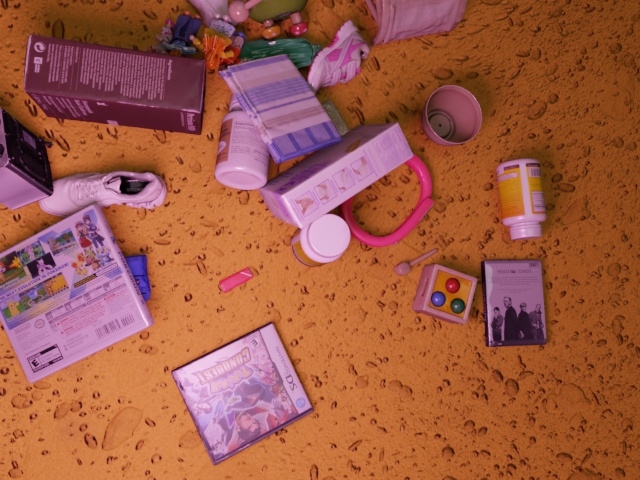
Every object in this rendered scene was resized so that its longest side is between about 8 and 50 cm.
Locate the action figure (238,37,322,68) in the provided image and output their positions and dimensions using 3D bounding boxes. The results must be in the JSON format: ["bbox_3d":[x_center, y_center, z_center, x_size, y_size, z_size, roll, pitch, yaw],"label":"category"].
[{"bbox_3d":[-0.105,-0.486,1.472,0.232,0.063,0.137,-16,85,-10],"label":"action figure"}]

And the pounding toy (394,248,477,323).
[{"bbox_3d":[0.304,0.105,1.472,0.205,0.094,0.181,19,80,-10],"label":"pounding toy"}]

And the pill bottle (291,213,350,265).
[{"bbox_3d":[0.000,0.000,1.361,0.119,0.208,0.119,1,83,-12],"label":"pill bottle"}]

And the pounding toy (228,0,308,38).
[{"bbox_3d":[-0.110,-0.573,1.413,0.182,0.237,0.110,-12,104,23],"label":"pounding toy"}]

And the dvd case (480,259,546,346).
[{"bbox_3d":[0.542,0.174,1.549,0.179,0.029,0.239,0,83,-12],"label":"dvd case"}]

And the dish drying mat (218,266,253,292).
[{"bbox_3d":[-0.215,0.100,1.406,0.083,0.008,0.032,-28,91,-14],"label":"dish drying mat"}]

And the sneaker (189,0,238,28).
[{"bbox_3d":[-0.292,-0.648,1.455,0.094,0.080,0.212,-32,98,-25],"label":"sneaker"}]

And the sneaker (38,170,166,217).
[{"bbox_3d":[-0.520,-0.121,1.313,0.291,0.118,0.110,-9,87,-12],"label":"sneaker"}]

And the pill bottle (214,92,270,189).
[{"bbox_3d":[-0.188,-0.255,1.387,0.131,0.131,0.230,8,72,-11],"label":"pill bottle"}]

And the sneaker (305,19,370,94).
[{"bbox_3d":[0.048,-0.470,1.483,0.111,0.103,0.252,38,78,-4],"label":"sneaker"}]

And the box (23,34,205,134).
[{"bbox_3d":[-0.469,-0.359,1.315,0.380,0.191,0.143,3,84,-11],"label":"box"}]

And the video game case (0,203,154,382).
[{"bbox_3d":[-0.580,0.123,1.252,0.328,0.036,0.300,-26,89,9],"label":"video game case"}]

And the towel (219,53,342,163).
[{"bbox_3d":[-0.095,-0.330,1.362,0.209,0.034,0.285,-26,78,-32],"label":"towel"}]

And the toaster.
[{"bbox_3d":[-0.691,-0.178,1.240,0.110,0.186,0.168,-22,67,3],"label":"toaster"}]

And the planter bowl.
[{"bbox_3d":[0.345,-0.331,1.526,0.161,0.109,0.162,2,83,-13],"label":"planter bowl"}]

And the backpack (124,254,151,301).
[{"bbox_3d":[-0.453,0.098,1.304,0.097,0.101,0.120,-6,88,-24],"label":"backpack"}]

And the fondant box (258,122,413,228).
[{"bbox_3d":[0.030,-0.167,1.361,0.330,0.238,0.096,-35,109,-12],"label":"fondant box"}]

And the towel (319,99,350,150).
[{"bbox_3d":[0.022,-0.299,1.495,0.110,0.027,0.148,-31,90,-15],"label":"towel"}]

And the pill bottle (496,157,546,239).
[{"bbox_3d":[0.563,-0.113,1.542,0.117,0.117,0.215,-3,84,-12],"label":"pill bottle"}]

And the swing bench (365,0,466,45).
[{"bbox_3d":[0.248,-0.700,1.522,0.253,0.165,0.255,-16,87,-14],"label":"swing bench"}]

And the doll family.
[{"bbox_3d":[-0.312,-0.488,1.365,0.262,0.118,0.163,10,66,3],"label":"doll family"}]

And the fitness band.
[{"bbox_3d":[0.182,-0.115,1.498,0.209,0.054,0.291,43,76,-2],"label":"fitness band"}]

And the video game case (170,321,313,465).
[{"bbox_3d":[-0.189,0.372,1.365,0.274,0.035,0.248,-25,89,-14],"label":"video game case"}]
